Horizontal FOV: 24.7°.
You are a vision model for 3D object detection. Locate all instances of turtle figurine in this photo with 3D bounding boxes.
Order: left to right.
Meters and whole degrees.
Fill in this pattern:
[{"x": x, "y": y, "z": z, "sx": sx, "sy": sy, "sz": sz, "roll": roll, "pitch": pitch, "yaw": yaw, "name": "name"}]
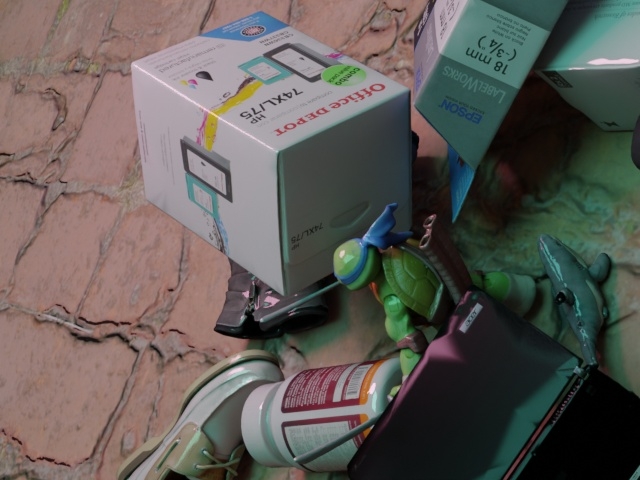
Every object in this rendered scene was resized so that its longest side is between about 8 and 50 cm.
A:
[{"x": 0.094, "y": 0.095, "z": 1.560, "sx": 0.198, "sy": 0.266, "sz": 0.275, "roll": 41, "pitch": 113, "yaw": 60, "name": "turtle figurine"}]

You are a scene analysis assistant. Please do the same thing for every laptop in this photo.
[{"x": 0.203, "y": 0.218, "z": 1.420, "sx": 0.234, "sy": 0.264, "sz": 0.136, "roll": -56, "pitch": 12, "yaw": 3, "name": "laptop"}]

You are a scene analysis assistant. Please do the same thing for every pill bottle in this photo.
[{"x": 0.021, "y": 0.203, "z": 1.670, "sx": 0.221, "sy": 0.121, "sz": 0.121, "roll": -12, "pitch": 58, "yaw": 42, "name": "pill bottle"}]

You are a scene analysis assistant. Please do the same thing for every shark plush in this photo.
[{"x": 0.262, "y": 0.070, "z": 1.545, "sx": 0.073, "sy": 0.067, "sz": 0.161, "roll": -22, "pitch": 51, "yaw": 36, "name": "shark plush"}]

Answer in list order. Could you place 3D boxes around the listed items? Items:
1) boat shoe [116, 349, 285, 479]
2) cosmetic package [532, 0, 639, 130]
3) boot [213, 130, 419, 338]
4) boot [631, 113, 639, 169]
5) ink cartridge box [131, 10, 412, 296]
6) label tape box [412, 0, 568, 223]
[{"x": -0.141, "y": 0.261, "z": 1.822, "sx": 0.302, "sy": 0.113, "sz": 0.103, "roll": -49, "pitch": 40, "yaw": 28, "name": "boat shoe"}, {"x": 0.351, "y": -0.231, "z": 1.580, "sx": 0.151, "sy": 0.151, "sz": 0.184, "roll": 3, "pitch": 69, "yaw": 47, "name": "cosmetic package"}, {"x": 0.000, "y": 0.000, "z": 1.855, "sx": 0.338, "sy": 0.118, "sz": 0.223, "roll": -27, "pitch": 55, "yaw": 42, "name": "boot"}, {"x": 0.417, "y": -0.045, "z": 1.298, "sx": 0.367, "sy": 0.146, "sz": 0.445, "roll": -33, "pitch": 32, "yaw": -12, "name": "boot"}, {"x": -0.054, "y": -0.106, "z": 1.680, "sx": 0.198, "sy": 0.197, "sz": 0.270, "roll": -28, "pitch": 43, "yaw": -31, "name": "ink cartridge box"}, {"x": 0.172, "y": -0.224, "z": 1.648, "sx": 0.240, "sy": 0.106, "sz": 0.334, "roll": -83, "pitch": 17, "yaw": -62, "name": "label tape box"}]
